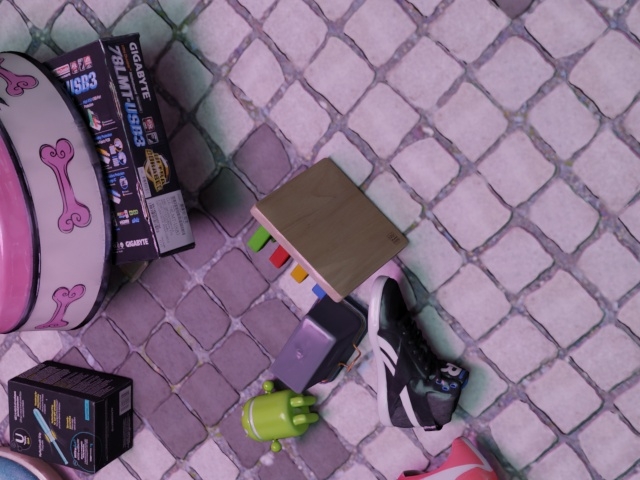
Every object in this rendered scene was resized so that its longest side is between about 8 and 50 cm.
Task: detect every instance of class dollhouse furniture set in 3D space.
[{"bbox_3d":[-0.256,-0.013,1.725,0.076,0.058,0.152,44,137,0],"label":"dollhouse furniture set"}]

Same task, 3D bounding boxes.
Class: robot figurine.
[{"bbox_3d":[-0.062,0.247,1.677,0.115,0.067,0.101,-14,80,29],"label":"robot figurine"}]

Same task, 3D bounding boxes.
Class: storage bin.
[{"bbox_3d":[-0.002,0.146,1.609,0.098,0.091,0.135,38,117,11],"label":"storage bin"}]

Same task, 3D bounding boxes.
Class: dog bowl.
[{"bbox_3d":[-0.462,-0.052,1.658,0.408,0.150,0.408,21,119,43],"label":"dog bowl"}]

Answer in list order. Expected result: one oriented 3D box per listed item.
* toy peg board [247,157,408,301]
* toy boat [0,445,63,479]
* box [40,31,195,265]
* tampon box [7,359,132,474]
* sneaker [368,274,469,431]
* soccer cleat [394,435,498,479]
[{"bbox_3d":[0.000,0.000,1.540,0.160,0.161,0.079,46,135,7],"label":"toy peg board"},{"bbox_3d":[-0.508,0.489,1.909,0.267,0.148,0.318,-11,99,27],"label":"toy boat"},{"bbox_3d":[-0.313,-0.111,1.636,0.295,0.073,0.293,-8,97,49],"label":"box"},{"bbox_3d":[-0.382,0.266,1.815,0.161,0.101,0.120,10,107,24],"label":"tampon box"},{"bbox_3d":[0.134,0.147,1.558,0.121,0.079,0.217,2,113,22],"label":"sneaker"},{"bbox_3d":[0.113,0.382,1.624,0.318,0.108,0.116,-37,66,30],"label":"soccer cleat"}]
